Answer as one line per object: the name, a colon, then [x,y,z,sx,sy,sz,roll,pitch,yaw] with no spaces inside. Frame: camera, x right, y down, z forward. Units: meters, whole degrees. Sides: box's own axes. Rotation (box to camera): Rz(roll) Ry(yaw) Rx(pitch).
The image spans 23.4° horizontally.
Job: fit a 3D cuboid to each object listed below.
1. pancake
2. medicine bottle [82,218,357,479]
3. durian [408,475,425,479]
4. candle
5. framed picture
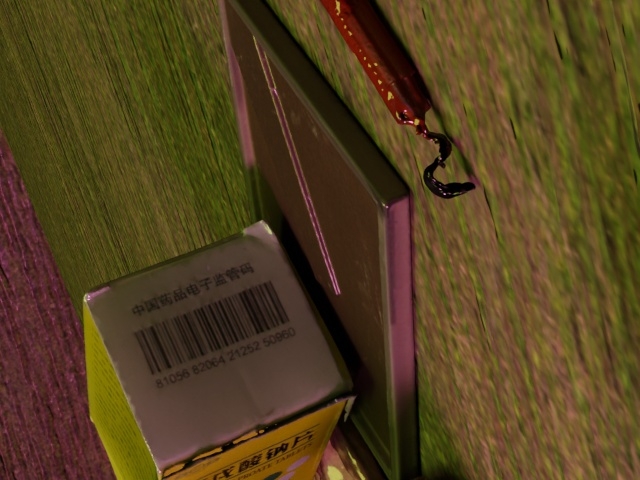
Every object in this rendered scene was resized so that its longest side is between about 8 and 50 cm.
pancake: [0.017,0.195,1.160,0.212,0.029,0.235,58,163,35]
medicine bottle: [-0.075,0.111,1.054,0.250,0.137,0.141,104,143,-64]
durian: [0.046,0.223,0.907,0.182,0.132,0.165,72,180,-68]
candle: [0.022,-0.089,0.700,0.167,0.021,0.026,61,166,20]
framed picture: [0.000,0.000,0.934,0.213,0.016,0.289,56,163,36]
